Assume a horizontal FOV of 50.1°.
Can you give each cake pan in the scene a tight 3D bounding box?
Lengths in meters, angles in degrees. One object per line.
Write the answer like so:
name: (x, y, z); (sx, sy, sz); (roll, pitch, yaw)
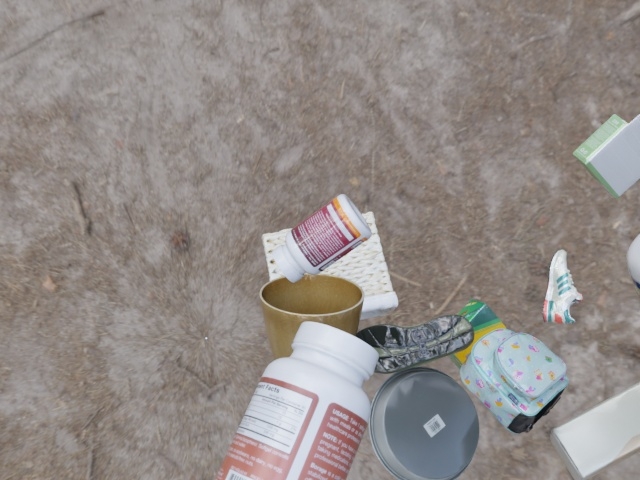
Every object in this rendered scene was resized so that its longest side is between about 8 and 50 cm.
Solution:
cake pan: (0.264, 0.452, 1.675); (0.293, 0.054, 0.293); (5, 71, -15)

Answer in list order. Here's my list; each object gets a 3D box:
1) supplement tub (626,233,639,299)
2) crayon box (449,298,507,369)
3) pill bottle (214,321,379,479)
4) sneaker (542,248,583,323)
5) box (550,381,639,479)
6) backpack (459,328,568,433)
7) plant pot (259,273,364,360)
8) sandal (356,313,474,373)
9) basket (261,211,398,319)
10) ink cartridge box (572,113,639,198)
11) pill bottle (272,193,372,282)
supplement tub: (0.681, 0.126, 1.154); (0.235, 0.235, 0.324); (-31, 107, -12)
crayon box: (0.470, 0.322, 1.939); (0.165, 0.081, 0.278); (-45, 109, -10)
pill bottle: (-0.021, 0.199, 0.699); (0.121, 0.121, 0.216); (27, 71, -5)
sneaker: (0.516, 0.100, 1.441); (0.075, 0.057, 0.161); (9, 76, 26)
box: (0.690, 0.420, 1.557); (0.311, 0.148, 0.121); (-30, 61, 2)
backpack: (0.388, 0.270, 1.394); (0.166, 0.144, 0.188); (-28, 52, -33)
plant pot: (-0.023, 0.235, 1.588); (0.237, 0.237, 0.254); (-1, 110, -10)
sandal: (0.224, 0.258, 1.670); (0.303, 0.086, 0.120); (-9, 70, 5)
basket: (0.015, 0.106, 1.895); (0.331, 0.328, 0.266); (-13, 79, -3)
ink cartridge box: (0.692, -0.220, 1.499); (0.235, 0.056, 0.171); (-46, 129, 15)
pill bottle: (0.000, 0.000, 1.108); (0.152, 0.086, 0.086); (-35, 89, 9)
